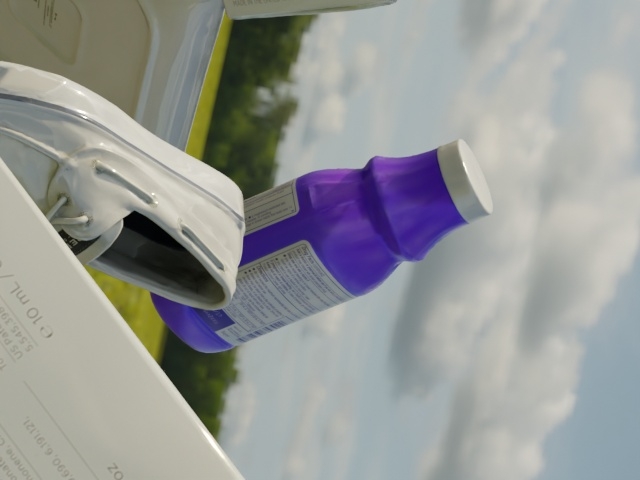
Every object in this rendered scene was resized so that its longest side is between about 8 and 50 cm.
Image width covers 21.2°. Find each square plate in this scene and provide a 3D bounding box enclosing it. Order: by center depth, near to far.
[{"bbox_3d":[-0.253,-0.233,1.670,0.049,0.344,0.347,-42,166,-32],"label":"square plate"}]

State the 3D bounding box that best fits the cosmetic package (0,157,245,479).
[{"bbox_3d":[-0.178,0.107,0.491,0.284,0.377,0.097,-36,179,-26],"label":"cosmetic package"}]

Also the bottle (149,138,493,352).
[{"bbox_3d":[0.000,0.000,1.403,0.118,0.283,0.092,47,26,-49],"label":"bottle"}]

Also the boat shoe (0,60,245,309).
[{"bbox_3d":[-0.142,-0.028,1.032,0.095,0.258,0.084,-32,-130,38],"label":"boat shoe"}]

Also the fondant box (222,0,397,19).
[{"bbox_3d":[-0.009,-0.309,0.840,0.238,0.096,0.330,-62,144,-53],"label":"fondant box"}]
